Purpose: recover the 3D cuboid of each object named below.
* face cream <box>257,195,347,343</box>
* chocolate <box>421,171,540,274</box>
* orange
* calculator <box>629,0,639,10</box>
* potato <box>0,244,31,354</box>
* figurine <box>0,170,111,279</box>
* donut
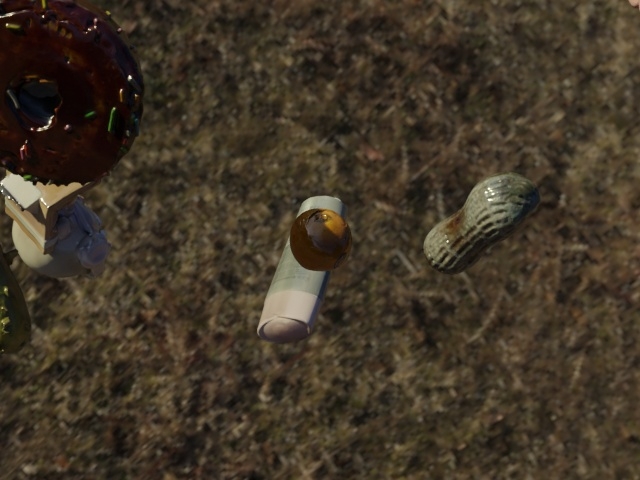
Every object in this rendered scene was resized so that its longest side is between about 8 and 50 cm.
[{"bbox_3d":[-0.027,0.046,2.004,0.073,0.107,0.269,46,43,-29],"label":"face cream"},{"bbox_3d":[0.267,-0.027,2.077,0.110,0.248,0.110,30,34,-23],"label":"chocolate"},{"bbox_3d":[0.000,-0.001,1.547,0.083,0.083,0.083,20,50,-27],"label":"orange"},{"bbox_3d":[0.305,-0.254,0.988,0.024,0.166,0.103,12,22,-51],"label":"calculator"},{"bbox_3d":[-0.355,0.013,1.200,0.225,0.090,0.117,61,7,-5],"label":"potato"},{"bbox_3d":[-0.343,-0.034,1.623,0.162,0.237,0.141,40,62,22],"label":"figurine"},{"bbox_3d":[-0.307,-0.176,1.387,0.235,0.235,0.089,36,26,-13],"label":"donut"}]
